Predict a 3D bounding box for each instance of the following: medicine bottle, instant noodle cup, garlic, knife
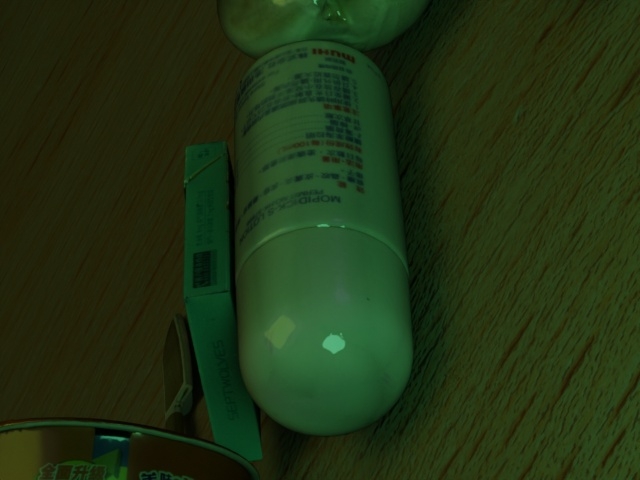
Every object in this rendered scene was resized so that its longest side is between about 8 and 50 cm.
[{"bbox_3d":[0.000,0.000,1.455,0.130,0.130,0.341,-50,27,33],"label":"medicine bottle"},{"bbox_3d":[-0.176,0.263,1.467,0.250,0.250,0.192,-32,48,53],"label":"instant noodle cup"},{"bbox_3d":[0.032,-0.258,1.592,0.281,0.185,0.203,-46,23,-8],"label":"garlic"},{"bbox_3d":[-0.124,0.141,1.726,0.256,0.022,0.046,-99,32,-60],"label":"knife"}]

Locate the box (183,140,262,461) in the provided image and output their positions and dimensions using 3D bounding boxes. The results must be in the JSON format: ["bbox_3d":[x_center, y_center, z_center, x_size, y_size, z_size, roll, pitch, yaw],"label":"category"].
[{"bbox_3d":[-0.078,0.046,1.545,0.229,0.041,0.162,-96,-3,-58],"label":"box"}]
